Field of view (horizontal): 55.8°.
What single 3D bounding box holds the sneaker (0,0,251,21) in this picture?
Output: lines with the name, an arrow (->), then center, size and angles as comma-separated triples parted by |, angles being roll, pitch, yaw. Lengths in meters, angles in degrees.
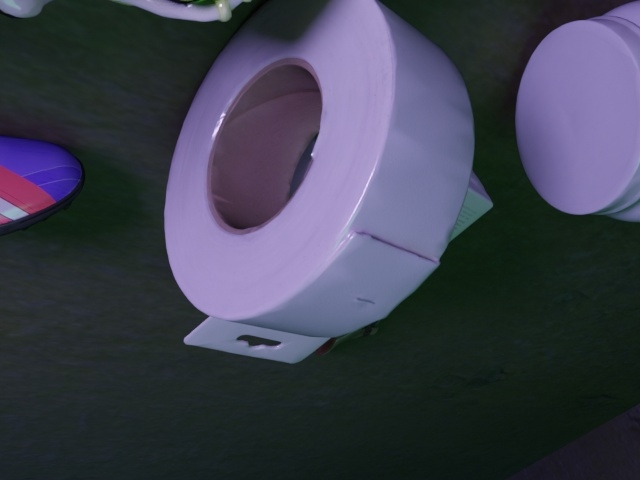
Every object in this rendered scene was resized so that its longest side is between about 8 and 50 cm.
sneaker -> -0.043, -0.212, 0.399 | 0.384, 0.147, 0.145 | -8, 162, -8

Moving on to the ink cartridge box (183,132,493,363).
ink cartridge box -> 0.000, 0.000, 0.731 | 0.207, 0.119, 0.353 | 21, 126, -42

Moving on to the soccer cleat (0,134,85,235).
soccer cleat -> -0.368, -0.065, 0.501 | 0.318, 0.108, 0.116 | -4, 136, -17

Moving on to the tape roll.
tape roll -> -0.016, -0.064, 0.509 | 0.100, 0.286, 0.286 | 20, 128, -41

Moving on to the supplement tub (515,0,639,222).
supplement tub -> 0.400, -0.140, 0.650 | 0.316, 0.228, 0.228 | -8, 141, -15

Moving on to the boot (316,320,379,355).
boot -> 0.051, 0.152, 1.010 | 0.087, 0.042, 0.118 | 3, 138, -30
